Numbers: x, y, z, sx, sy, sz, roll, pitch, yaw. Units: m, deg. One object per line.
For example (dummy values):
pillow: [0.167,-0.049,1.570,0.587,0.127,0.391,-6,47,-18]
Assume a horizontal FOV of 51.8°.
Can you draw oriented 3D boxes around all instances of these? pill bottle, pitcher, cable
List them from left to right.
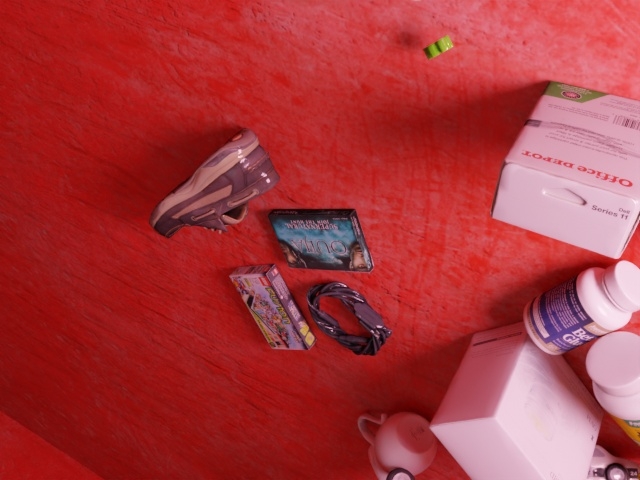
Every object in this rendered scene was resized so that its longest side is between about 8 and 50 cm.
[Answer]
cable: [0.049,0.154,1.308,0.184,0.047,0.150,36,144,2]
pitcher: [0.155,0.428,1.416,0.178,0.125,0.207,50,149,20]
pill bottle: [0.387,0.097,0.959,0.094,0.094,0.169,42,139,-2]
pill bottle: [0.467,0.219,0.947,0.117,0.118,0.208,-12,136,43]

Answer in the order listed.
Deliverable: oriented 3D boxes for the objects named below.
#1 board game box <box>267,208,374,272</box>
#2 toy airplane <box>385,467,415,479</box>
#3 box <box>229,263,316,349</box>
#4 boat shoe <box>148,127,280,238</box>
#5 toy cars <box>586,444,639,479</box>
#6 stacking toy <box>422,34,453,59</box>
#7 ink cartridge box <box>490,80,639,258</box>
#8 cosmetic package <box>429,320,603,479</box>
board game box: [0.000,0.000,1.217,0.186,0.026,0.126,2,125,36]
toy airplane: [0.201,0.654,1.226,0.386,0.272,0.384,57,151,-15]
box: [-0.101,0.145,1.410,0.114,0.036,0.207,-6,121,40]
boat shoe: [-0.204,-0.070,1.231,0.130,0.132,0.355,49,139,-9]
toy cars: [0.525,0.359,1.086,0.176,0.087,0.393,18,152,-33]
stacking toy: [0.167,-0.334,0.783,0.221,0.052,0.167,-22,102,53]
ink cartridge box: [0.306,-0.091,0.770,0.153,0.208,0.087,21,136,21]
cosmetic package: [0.327,0.293,1.076,0.224,0.225,0.138,51,138,-12]
